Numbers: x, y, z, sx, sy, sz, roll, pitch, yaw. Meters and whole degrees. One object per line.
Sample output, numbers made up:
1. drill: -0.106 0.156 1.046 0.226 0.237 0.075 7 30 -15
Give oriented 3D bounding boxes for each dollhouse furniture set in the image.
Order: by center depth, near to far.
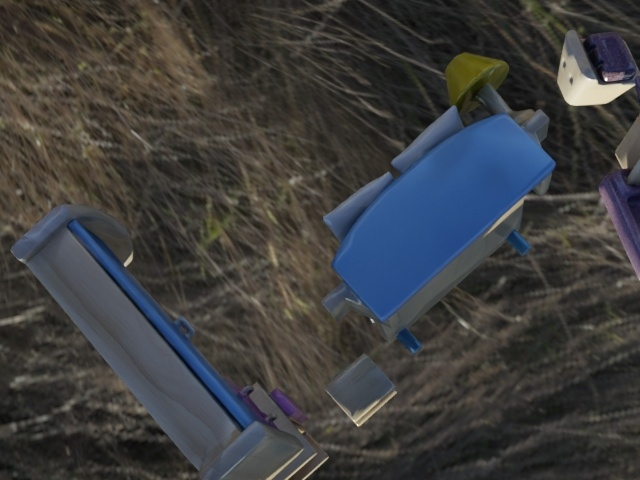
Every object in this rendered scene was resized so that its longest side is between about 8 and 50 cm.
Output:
1. dollhouse furniture set: 0.152 -0.051 0.402 0.114 0.091 0.081 -6 149 -17
2. dollhouse furniture set: 0.000 0.000 0.865 0.303 0.286 0.198 -41 75 -2

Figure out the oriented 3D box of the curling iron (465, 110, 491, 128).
1. curling iron: 0.102 -0.039 1.015 0.068 0.274 0.035 33 125 0
